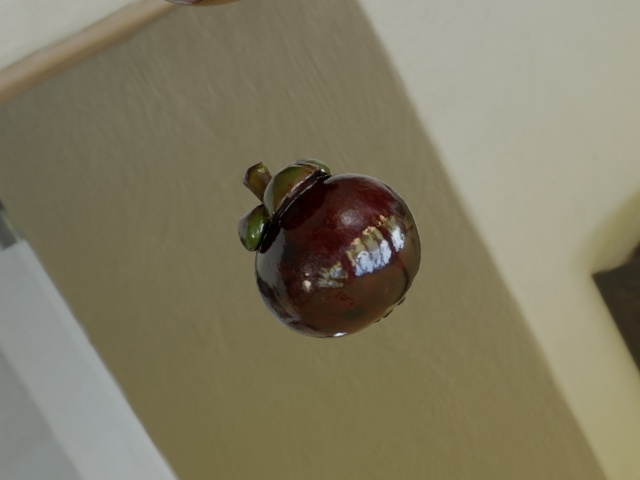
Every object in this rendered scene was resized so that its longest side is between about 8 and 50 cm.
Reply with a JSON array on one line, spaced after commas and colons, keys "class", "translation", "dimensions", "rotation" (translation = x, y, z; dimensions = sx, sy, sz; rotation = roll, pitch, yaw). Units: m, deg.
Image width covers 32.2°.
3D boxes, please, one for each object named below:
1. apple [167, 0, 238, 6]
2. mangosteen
[{"class": "apple", "translation": [-0.140, -0.374, 1.223], "dimensions": [0.254, 0.253, 0.253], "rotation": [-28, -167, 7]}, {"class": "mangosteen", "translation": [0.000, 0.000, 1.084], "dimensions": [0.200, 0.199, 0.200], "rotation": [-28, -167, 7]}]
